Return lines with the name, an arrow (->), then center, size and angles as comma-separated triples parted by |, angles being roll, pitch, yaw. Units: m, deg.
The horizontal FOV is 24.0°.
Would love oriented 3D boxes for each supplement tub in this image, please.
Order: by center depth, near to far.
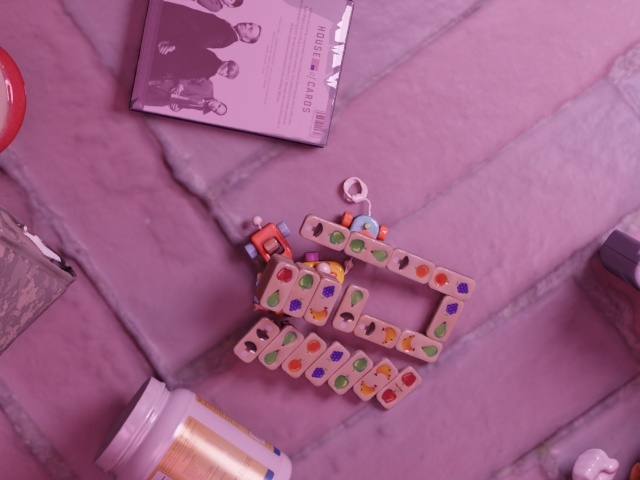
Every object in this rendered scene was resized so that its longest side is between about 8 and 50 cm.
supplement tub -> -0.150, 0.264, 1.762 | 0.200, 0.144, 0.144 | 35, 91, -6

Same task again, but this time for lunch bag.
lunch bag -> -0.417, 0.066, 1.668 | 0.169, 0.287, 0.235 | 40, 85, 20

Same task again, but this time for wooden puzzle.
wooden puzzle -> -0.056, 0.066, 1.822 | 0.049, 0.006, 0.083 | 9, 94, -6

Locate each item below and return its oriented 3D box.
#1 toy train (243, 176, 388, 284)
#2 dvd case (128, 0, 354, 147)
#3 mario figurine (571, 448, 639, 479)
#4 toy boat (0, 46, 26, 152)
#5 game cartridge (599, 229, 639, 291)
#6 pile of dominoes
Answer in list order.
toy train -> 0.000, 0.000, 1.796 | 0.166, 0.046, 0.125 | -30, 97, -5
dvd case -> -0.093, -0.219, 1.783 | 0.239, 0.029, 0.179 | 11, 94, -6
mario figurine -> 0.384, 0.371, 1.803 | 0.198, 0.170, 0.320 | 21, 96, -18
toy boat -> -0.415, -0.158, 1.708 | 0.231, 0.151, 0.151 | -3, 97, 38
game cartridge -> 0.471, 0.090, 1.773 | 0.297, 0.198, 0.062 | 32, 91, -6
pile of dominoes -> 0.042, 0.096, 1.783 | 0.251, 0.040, 0.196 | 21, 101, -19
